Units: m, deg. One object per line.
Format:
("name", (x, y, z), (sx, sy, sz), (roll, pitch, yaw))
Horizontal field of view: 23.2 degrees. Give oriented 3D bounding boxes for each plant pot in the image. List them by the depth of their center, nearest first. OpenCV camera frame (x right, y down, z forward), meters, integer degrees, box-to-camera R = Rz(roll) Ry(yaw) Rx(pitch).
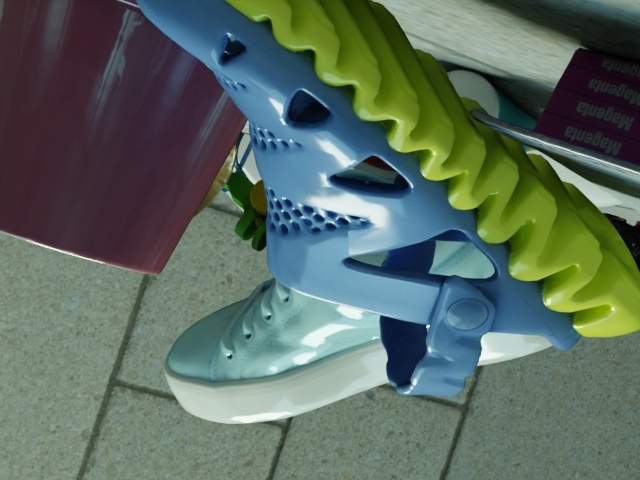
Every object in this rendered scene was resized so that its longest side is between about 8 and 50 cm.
("plant pot", (-0.118, -0.085, 0.832), (0.201, 0.180, 0.201), (17, 180, 0))

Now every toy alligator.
("toy alligator", (0.000, 0.000, 1.198), (0.190, 0.051, 0.056), (21, 164, 12))

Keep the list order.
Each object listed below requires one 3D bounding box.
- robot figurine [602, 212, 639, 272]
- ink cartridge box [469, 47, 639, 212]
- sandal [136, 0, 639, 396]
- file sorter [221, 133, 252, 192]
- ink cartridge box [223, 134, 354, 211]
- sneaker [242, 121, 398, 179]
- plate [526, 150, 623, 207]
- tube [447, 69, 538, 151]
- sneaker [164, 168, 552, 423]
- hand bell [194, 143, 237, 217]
("robot figurine", (0.300, 0.056, 1.030), (0.211, 0.085, 0.291), (33, -172, -28))
("ink cartridge box", (0.282, -0.010, 0.758), (0.324, 0.071, 0.330), (21, 180, 30))
("sandal", (0.023, -0.022, 0.753), (0.317, 0.138, 0.126), (42, -161, -26))
("file sorter", (-0.002, -0.076, 1.248), (0.170, 0.104, 0.118), (18, 164, 21))
("ink cartridge box", (-0.063, -0.095, 1.487), (0.148, 0.086, 0.203), (50, 172, -16))
("sneaker", (-0.018, -0.123, 1.111), (0.221, 0.087, 0.128), (20, 163, 21))
("plate", (0.115, -0.086, 1.441), (0.278, 0.045, 0.277), (19, -179, -27))
("tube", (0.117, -0.082, 1.103), (0.080, 0.052, 0.207), (15, -177, 16))
("sneaker", (0.019, 0.020, 1.105), (0.366, 0.150, 0.135), (-19, -159, 31))
("hand bell", (-0.181, -0.124, 1.211), (0.242, 0.126, 0.126), (52, -163, 26))
